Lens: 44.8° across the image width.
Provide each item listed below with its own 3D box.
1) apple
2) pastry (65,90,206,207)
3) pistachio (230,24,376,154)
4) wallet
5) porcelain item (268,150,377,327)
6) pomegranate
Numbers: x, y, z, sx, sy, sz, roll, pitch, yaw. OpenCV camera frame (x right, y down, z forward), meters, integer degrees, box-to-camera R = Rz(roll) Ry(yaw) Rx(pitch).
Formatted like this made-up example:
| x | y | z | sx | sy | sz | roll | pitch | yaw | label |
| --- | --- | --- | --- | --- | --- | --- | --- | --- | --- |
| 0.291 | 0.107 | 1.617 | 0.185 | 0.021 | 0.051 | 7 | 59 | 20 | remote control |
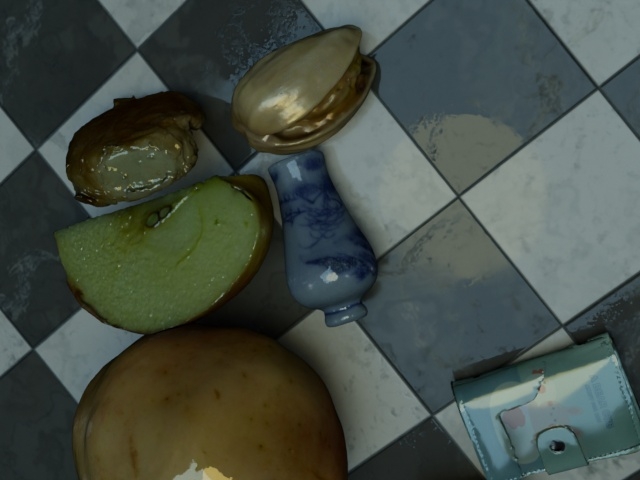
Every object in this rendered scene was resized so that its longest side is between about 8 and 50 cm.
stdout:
| x | y | z | sx | sy | sz | roll | pitch | yaw | label |
| --- | --- | --- | --- | --- | --- | --- | --- | --- | --- |
| -0.222 | 0.015 | 1.150 | 0.346 | 0.254 | 0.179 | -16 | 114 | 18 | apple |
| -0.277 | -0.138 | 1.155 | 0.218 | 0.229 | 0.100 | 22 | 140 | 45 | pastry |
| -0.025 | -0.218 | 1.129 | 0.229 | 0.157 | 0.157 | -34 | 91 | 3 | pistachio |
| 0.343 | 0.257 | 1.164 | 0.250 | 0.075 | 0.176 | -21 | 90 | 15 | wallet |
| 0.000 | 0.000 | 1.164 | 0.141 | 0.141 | 0.259 | -20 | 87 | 15 | porcelain item |
| -0.159 | 0.328 | 1.127 | 0.411 | 0.411 | 0.411 | 2 | 100 | 12 | pomegranate |
